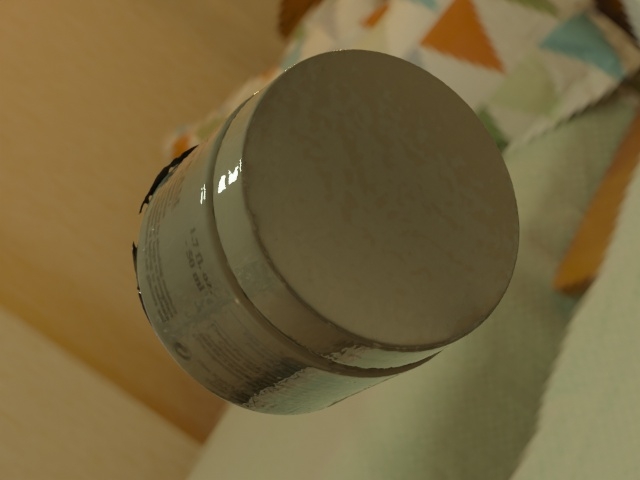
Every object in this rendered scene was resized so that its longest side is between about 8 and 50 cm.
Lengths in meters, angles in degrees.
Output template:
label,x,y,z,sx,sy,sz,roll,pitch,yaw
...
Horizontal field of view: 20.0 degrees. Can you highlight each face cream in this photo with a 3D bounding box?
label,x,y,z,sx,sy,sz,roll,pitch,yaw
face cream,0.000,0.000,1.031,0.153,0.177,0.177,-33,25,55
